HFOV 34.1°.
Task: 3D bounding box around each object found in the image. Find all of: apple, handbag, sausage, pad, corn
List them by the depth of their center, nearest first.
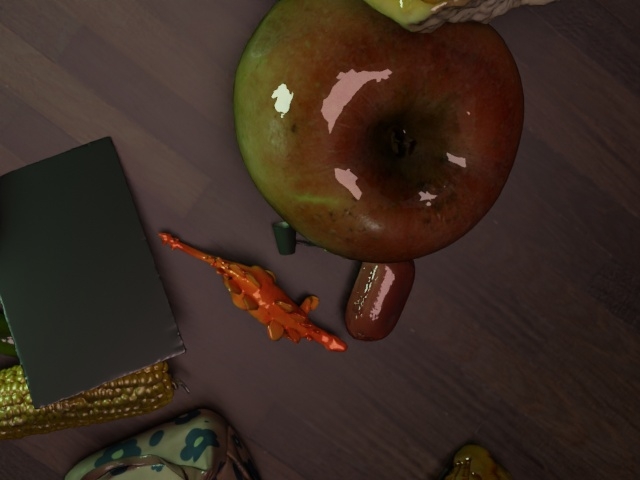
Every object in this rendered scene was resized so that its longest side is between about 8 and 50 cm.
[{"bbox_3d":[0.057,-0.143,1.237,0.338,0.305,0.338,-4,105,-15],"label":"apple"},{"bbox_3d":[-0.310,0.037,1.310,0.202,0.005,0.300,-21,80,-3],"label":"pad"},{"bbox_3d":[-0.202,0.348,1.318,0.251,0.193,0.190,-25,104,-2],"label":"handbag"},{"bbox_3d":[-0.325,0.192,1.332,0.310,0.101,0.101,-8,98,-5],"label":"corn"},{"bbox_3d":[0.079,0.071,1.376,0.076,0.076,0.141,23,97,-9],"label":"sausage"}]

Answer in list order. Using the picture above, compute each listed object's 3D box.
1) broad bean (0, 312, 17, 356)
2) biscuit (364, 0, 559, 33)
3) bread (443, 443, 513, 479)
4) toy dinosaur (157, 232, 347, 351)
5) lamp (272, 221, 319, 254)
[{"bbox_3d":[-0.393,0.117,1.340,0.254,0.046,0.065,3,82,-9],"label":"broad bean"},{"bbox_3d":[0.114,-0.391,1.179,0.446,0.104,0.429,40,50,16],"label":"biscuit"},{"bbox_3d":[0.204,0.364,1.406,0.086,0.125,0.156,36,88,-27],"label":"bread"},{"bbox_3d":[-0.081,0.069,1.335,0.288,0.117,0.070,35,93,-12],"label":"toy dinosaur"},{"bbox_3d":[-0.001,0.000,1.379,0.121,0.041,0.054,-5,106,-3],"label":"lamp"}]
